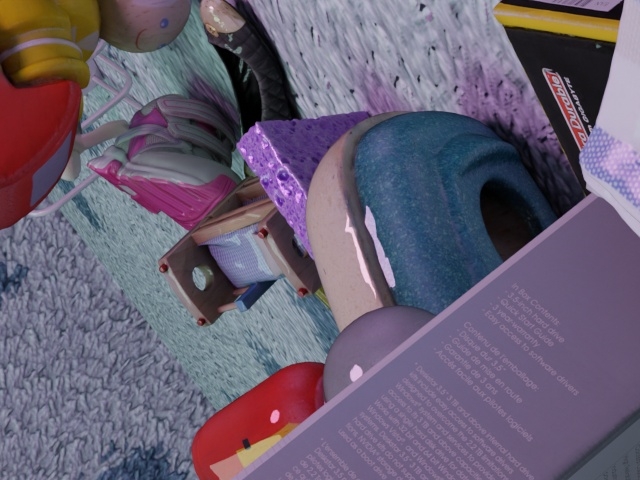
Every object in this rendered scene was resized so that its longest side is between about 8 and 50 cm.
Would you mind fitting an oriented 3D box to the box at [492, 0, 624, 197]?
[{"bbox_3d":[0.228,0.033,0.601,0.257,0.079,0.322,23,148,59],"label":"box"}]

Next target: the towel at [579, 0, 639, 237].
[{"bbox_3d":[0.159,-0.071,0.405,0.209,0.034,0.285,52,149,39],"label":"towel"}]

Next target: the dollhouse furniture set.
[{"bbox_3d":[-0.002,0.043,1.154,0.129,0.129,0.184,-19,110,45],"label":"dollhouse furniture set"}]

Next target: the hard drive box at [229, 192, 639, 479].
[{"bbox_3d":[0.079,0.111,0.628,0.089,0.232,0.181,44,163,35],"label":"hard drive box"}]

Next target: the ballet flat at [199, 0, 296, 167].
[{"bbox_3d":[-0.058,-0.122,1.184,0.057,0.049,0.173,38,160,42],"label":"ballet flat"}]

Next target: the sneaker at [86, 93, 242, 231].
[{"bbox_3d":[-0.129,-0.081,1.376,0.103,0.111,0.252,38,173,-29],"label":"sneaker"}]

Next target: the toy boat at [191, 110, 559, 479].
[{"bbox_3d":[0.071,0.054,0.797,0.148,0.318,0.267,-30,86,34],"label":"toy boat"}]

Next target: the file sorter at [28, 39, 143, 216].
[{"bbox_3d":[-0.321,-0.189,1.575,0.173,0.193,0.278,35,158,42],"label":"file sorter"}]

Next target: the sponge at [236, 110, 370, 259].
[{"bbox_3d":[0.041,0.001,1.000,0.031,0.117,0.210,-49,65,34],"label":"sponge"}]

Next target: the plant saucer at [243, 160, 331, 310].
[{"bbox_3d":[0.000,0.000,1.310,0.188,0.045,0.188,45,164,29],"label":"plant saucer"}]

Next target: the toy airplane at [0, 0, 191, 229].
[{"bbox_3d":[-0.241,-0.214,1.208,0.386,0.272,0.384,-147,60,-75],"label":"toy airplane"}]
